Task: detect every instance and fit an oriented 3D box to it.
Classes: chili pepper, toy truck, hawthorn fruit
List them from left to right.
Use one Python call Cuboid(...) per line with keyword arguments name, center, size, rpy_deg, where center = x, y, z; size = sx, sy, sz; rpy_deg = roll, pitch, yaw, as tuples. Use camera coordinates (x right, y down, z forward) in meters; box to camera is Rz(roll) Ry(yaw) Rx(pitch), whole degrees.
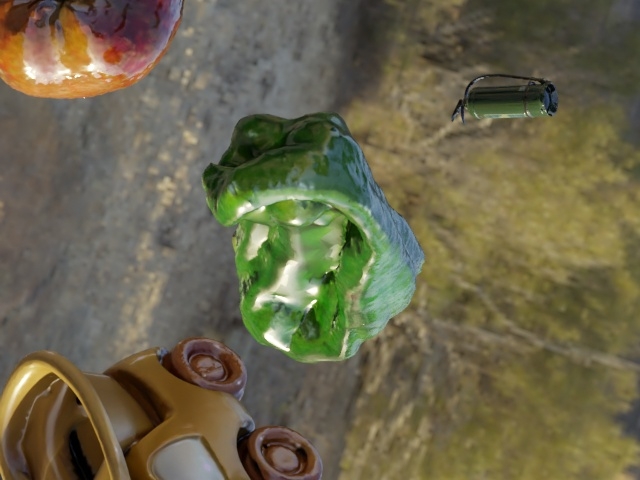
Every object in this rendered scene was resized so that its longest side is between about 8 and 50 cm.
Cuboid(name="hawthorn fruit", center=(-0.165, -0.178, 1.040), size=(0.203, 0.163, 0.162), rpy_deg=(-6, 114, -81))
Cuboid(name="toy truck", center=(-0.155, 0.222, 1.345), size=(0.212, 0.288, 0.204), rpy_deg=(-7, 136, -42))
Cuboid(name="chili pepper", center=(-0.005, 0.004, 0.625), size=(0.257, 0.100, 0.074), rpy_deg=(91, 13, -70))

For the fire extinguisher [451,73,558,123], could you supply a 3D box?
Cuboid(name="fire extinguisher", center=(0.137, -0.108, 1.083), size=(0.025, 0.083, 0.038), rpy_deg=(15, 77, -55))
